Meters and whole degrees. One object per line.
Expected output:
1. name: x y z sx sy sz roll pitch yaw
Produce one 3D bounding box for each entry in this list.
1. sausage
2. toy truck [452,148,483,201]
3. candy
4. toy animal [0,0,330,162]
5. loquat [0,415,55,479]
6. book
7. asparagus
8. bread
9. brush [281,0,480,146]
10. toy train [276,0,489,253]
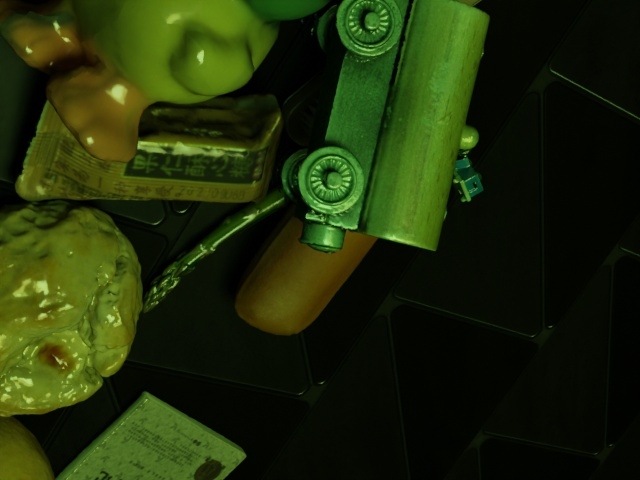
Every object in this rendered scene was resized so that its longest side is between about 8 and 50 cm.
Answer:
1. sausage: -0.001 0.000 1.457 0.105 0.105 0.274 10 127 -40
2. toy truck: 0.115 -0.101 1.425 0.081 0.175 0.067 -30 137 -2
3. candy: -0.167 -0.096 1.290 0.271 0.101 0.143 -2 130 -27
4. toy animal: -0.109 -0.232 1.148 0.338 0.216 0.191 -40 164 8
5. loquat: -0.393 0.276 1.359 0.238 0.193 0.238 -12 117 -25
6. book: -0.264 0.340 1.625 0.310 0.021 0.217 -45 137 4
7. asparagus: -0.115 0.000 1.450 0.236 0.027 0.034 -38 126 -4
8. bread: -0.286 0.078 1.315 0.244 0.134 0.244 -21 136 -22
9. brush: 0.098 -0.212 1.406 0.327 0.065 0.070 -41 134 -2
10. toy train: 0.065 -0.131 1.321 0.189 0.126 0.307 13 90 -20
